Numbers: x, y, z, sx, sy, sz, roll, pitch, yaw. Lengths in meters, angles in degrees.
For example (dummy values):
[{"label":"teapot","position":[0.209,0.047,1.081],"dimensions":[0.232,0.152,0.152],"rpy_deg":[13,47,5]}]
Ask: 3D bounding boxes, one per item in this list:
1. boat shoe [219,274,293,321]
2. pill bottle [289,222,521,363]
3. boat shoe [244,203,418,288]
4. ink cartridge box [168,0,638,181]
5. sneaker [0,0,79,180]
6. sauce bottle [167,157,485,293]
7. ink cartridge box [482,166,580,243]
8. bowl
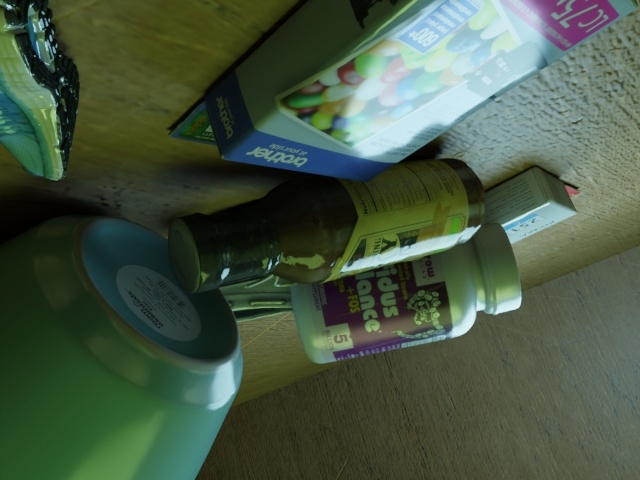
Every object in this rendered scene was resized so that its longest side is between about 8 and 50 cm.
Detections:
[{"label":"boat shoe","position":[-0.160,0.102,0.870],"dimensions":[0.268,0.088,0.096],"rpy_deg":[-12,162,-20]},{"label":"pill bottle","position":[0.117,0.066,0.855],"dimensions":[0.302,0.169,0.169],"rpy_deg":[-13,163,5]},{"label":"boat shoe","position":[0.000,0.000,0.719],"dimensions":[0.285,0.089,0.104],"rpy_deg":[-11,162,-22]},{"label":"ink cartridge box","position":[0.051,-0.123,0.447],"dimensions":[0.311,0.065,0.186],"rpy_deg":[-28,161,35]},{"label":"sneaker","position":[-0.183,-0.090,0.339],"dimensions":[0.073,0.063,0.162],"rpy_deg":[3,154,-9]},{"label":"sauce bottle","position":[0.018,-0.016,0.618],"dimensions":[0.344,0.111,0.111],"rpy_deg":[-13,162,-32]},{"label":"ink cartridge box","position":[0.283,-0.010,1.023],"dimensions":[0.296,0.066,0.261],"rpy_deg":[-29,159,32]},{"label":"bowl","position":[-0.192,0.094,0.547],"dimensions":[0.163,0.311,0.311],"rpy_deg":[-45,156,13]}]
